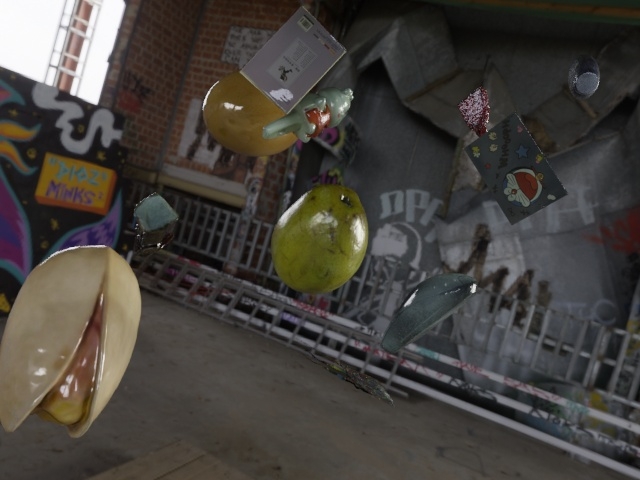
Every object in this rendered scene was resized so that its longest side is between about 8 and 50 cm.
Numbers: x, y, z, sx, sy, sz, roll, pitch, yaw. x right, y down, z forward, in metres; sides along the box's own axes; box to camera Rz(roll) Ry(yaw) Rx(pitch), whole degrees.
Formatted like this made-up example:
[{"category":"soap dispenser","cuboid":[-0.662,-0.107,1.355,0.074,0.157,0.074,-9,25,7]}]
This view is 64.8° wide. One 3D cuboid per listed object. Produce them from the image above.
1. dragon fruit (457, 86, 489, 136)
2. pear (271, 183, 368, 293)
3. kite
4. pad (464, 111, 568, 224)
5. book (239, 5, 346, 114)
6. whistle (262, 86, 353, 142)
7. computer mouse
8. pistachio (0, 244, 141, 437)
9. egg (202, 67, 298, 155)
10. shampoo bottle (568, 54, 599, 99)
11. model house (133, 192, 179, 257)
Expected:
[{"category":"dragon fruit","cuboid":[0.467,-0.378,1.507,0.131,0.097,0.063,60,5,-7]},{"category":"pear","cuboid":[0.000,0.000,1.315,0.253,0.307,0.253,25,33,-17]},{"category":"kite","cuboid":[0.057,0.330,1.272,0.285,0.015,0.152,32,2,-12]},{"category":"pad","cuboid":[0.495,-0.180,1.299,0.006,0.245,0.170,-20,-12,-45]},{"category":"book","cuboid":[-0.053,-0.358,1.005,0.127,0.181,0.014,42,-2,-6]},{"category":"whistle","cuboid":[-0.021,-0.290,1.162,0.253,0.101,0.106,-27,51,-26]},{"category":"computer mouse","cuboid":[0.168,0.115,0.840,0.113,0.229,0.068,-15,64,-42]},{"category":"pistachio","cuboid":[-0.377,0.143,0.783,0.188,0.299,0.187,-2,-34,-1]},{"category":"egg","cuboid":[-0.183,-0.364,1.435,0.250,0.250,0.322,17,22,37]},{"category":"shampoo bottle","cuboid":[0.582,-0.362,1.120,0.049,0.087,0.234,12,26,19]},{"category":"model house","cuboid":[-0.460,-0.019,1.356,0.106,0.152,0.165,30,32,4]}]
